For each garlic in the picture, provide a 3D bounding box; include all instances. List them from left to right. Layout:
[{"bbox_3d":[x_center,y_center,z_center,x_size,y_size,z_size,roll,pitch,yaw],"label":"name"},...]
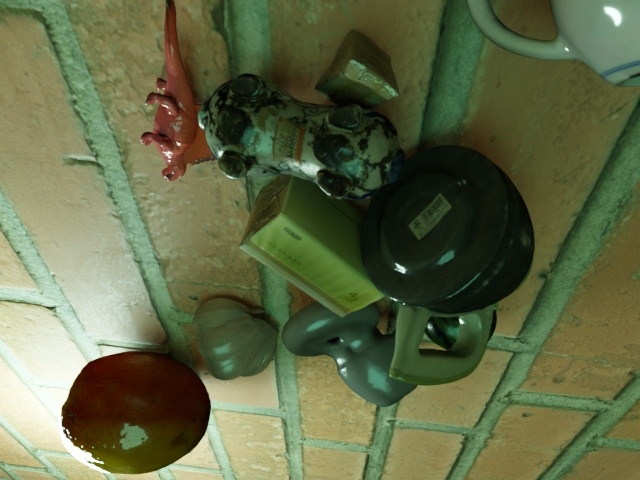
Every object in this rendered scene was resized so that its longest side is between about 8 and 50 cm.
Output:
[{"bbox_3d":[-0.204,0.243,1.014,0.178,0.142,0.229,-22,116,28],"label":"garlic"}]

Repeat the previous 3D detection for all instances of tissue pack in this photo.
[{"bbox_3d":[0.000,0.000,0.744,0.234,0.159,0.125,38,127,-23],"label":"tissue pack"}]

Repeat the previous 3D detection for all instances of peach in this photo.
[{"bbox_3d":[-0.469,0.443,1.134,0.373,0.289,0.372,2,135,2],"label":"peach"}]

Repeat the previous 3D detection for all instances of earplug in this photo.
[{"bbox_3d":[0.073,0.228,0.928,0.326,0.175,0.214,34,126,-20],"label":"earplug"}]

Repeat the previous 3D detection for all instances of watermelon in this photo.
[{"bbox_3d":[0.247,0.135,0.840,0.187,0.140,0.140,33,129,-15],"label":"watermelon"}]

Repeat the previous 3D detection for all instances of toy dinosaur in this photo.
[{"bbox_3d":[-0.191,-0.200,0.670,0.139,0.070,0.286,14,130,-17],"label":"toy dinosaur"}]

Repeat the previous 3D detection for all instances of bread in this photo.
[{"bbox_3d":[0.042,-0.197,0.569,0.077,0.152,0.105,28,125,-14],"label":"bread"}]

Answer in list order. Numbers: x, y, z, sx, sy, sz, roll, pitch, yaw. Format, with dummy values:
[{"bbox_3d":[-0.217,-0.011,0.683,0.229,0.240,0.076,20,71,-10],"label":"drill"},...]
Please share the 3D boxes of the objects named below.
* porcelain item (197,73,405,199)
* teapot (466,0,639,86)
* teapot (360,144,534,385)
[{"bbox_3d":[-0.019,-0.147,0.623,0.288,0.186,0.137,15,108,12],"label":"porcelain item"},{"bbox_3d":[0.341,-0.293,0.389,0.424,0.252,0.279,0,100,39],"label":"teapot"},{"bbox_3d":[0.222,0.041,0.658,0.239,0.321,0.240,23,140,-38],"label":"teapot"}]
